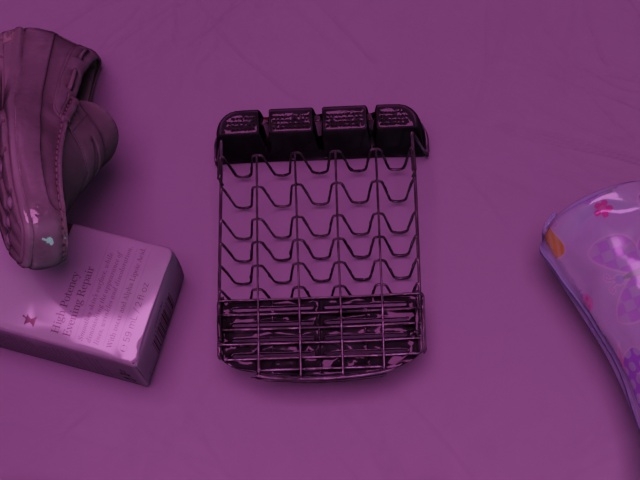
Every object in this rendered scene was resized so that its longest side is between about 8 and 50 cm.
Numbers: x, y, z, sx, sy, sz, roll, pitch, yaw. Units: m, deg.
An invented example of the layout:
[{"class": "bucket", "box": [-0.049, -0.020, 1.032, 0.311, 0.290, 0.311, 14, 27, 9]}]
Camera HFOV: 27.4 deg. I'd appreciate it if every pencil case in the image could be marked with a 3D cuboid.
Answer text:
[{"class": "pencil case", "box": [0.294, 0.083, 1.134, 0.124, 0.113, 0.273, -27, 69, 14]}]

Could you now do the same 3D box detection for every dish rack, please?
[{"class": "dish rack", "box": [0.000, 0.000, 1.208, 0.208, 0.074, 0.271, -3, 71, 4]}]

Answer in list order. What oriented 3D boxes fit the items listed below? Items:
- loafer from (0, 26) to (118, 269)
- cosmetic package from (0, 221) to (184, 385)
[{"class": "loafer", "box": [-0.237, -0.093, 1.187, 0.111, 0.112, 0.319, 3, 41, -15]}, {"class": "cosmetic package", "box": [-0.252, 0.044, 1.199, 0.231, 0.085, 0.117, 13, 70, 7]}]
